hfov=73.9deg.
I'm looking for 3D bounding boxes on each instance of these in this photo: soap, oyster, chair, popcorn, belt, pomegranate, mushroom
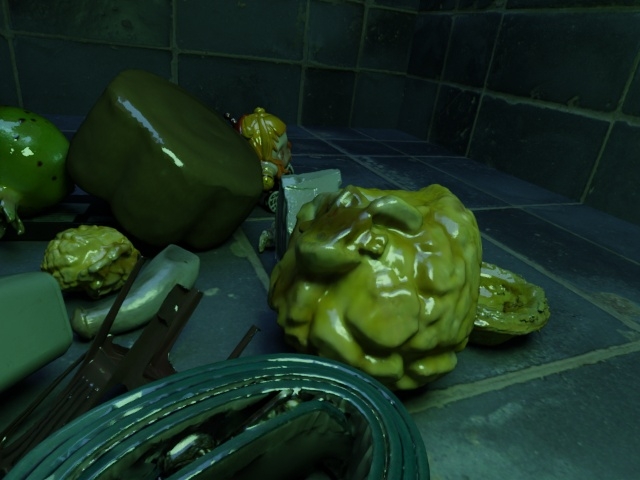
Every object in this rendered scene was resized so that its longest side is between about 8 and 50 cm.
[{"bbox_3d":[0.000,0.000,0.948,0.158,0.258,0.302,-1,26,-20],"label":"soap"},{"bbox_3d":[-0.114,-0.028,1.211,0.106,0.061,0.200,6,24,-5],"label":"oyster"},{"bbox_3d":[-0.267,0.207,0.600,0.175,0.183,0.326,25,75,32],"label":"chair"},{"bbox_3d":[-0.454,0.042,0.851,0.180,0.180,0.170,-17,68,-42],"label":"popcorn"},{"bbox_3d":[-0.085,0.276,0.425,0.436,0.173,0.300,-13,34,-36],"label":"belt"},{"bbox_3d":[0.097,0.075,0.741,0.390,0.354,0.344,-4,-14,-37],"label":"popcorn"},{"bbox_3d":[-0.714,-0.156,0.998,0.260,0.260,0.341,-2,59,-20],"label":"pomegranate"},{"bbox_3d":[-0.339,0.103,0.824,0.118,0.103,0.270,16,32,19],"label":"mushroom"}]

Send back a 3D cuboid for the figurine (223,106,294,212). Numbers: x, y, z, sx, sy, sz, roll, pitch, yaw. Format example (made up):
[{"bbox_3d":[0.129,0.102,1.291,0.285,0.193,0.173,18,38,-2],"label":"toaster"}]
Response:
[{"bbox_3d":[-0.190,-0.278,1.403,0.196,0.323,0.320,-5,37,10],"label":"figurine"}]

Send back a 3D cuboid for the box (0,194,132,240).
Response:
[{"bbox_3d":[-0.678,-0.066,1.145,0.350,0.058,0.211,-1,28,-15],"label":"box"}]

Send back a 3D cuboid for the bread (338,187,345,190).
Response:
[{"bbox_3d":[0.002,-0.066,1.354,0.167,0.163,0.264,-2,-5,-16],"label":"bread"}]

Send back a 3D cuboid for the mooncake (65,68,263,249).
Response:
[{"bbox_3d":[-0.375,-0.202,1.096,0.467,0.262,0.467,35,23,-18],"label":"mooncake"}]

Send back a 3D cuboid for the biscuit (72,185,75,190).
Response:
[{"bbox_3d":[-0.848,-0.176,1.379,0.129,0.019,0.119,22,28,30],"label":"biscuit"}]

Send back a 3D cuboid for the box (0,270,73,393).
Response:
[{"bbox_3d":[-0.505,0.131,0.565,0.311,0.175,0.182,-7,10,18],"label":"box"}]

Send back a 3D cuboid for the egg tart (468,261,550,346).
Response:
[{"bbox_3d":[0.333,0.132,0.919,0.288,0.118,0.288,6,27,-3],"label":"egg tart"}]
